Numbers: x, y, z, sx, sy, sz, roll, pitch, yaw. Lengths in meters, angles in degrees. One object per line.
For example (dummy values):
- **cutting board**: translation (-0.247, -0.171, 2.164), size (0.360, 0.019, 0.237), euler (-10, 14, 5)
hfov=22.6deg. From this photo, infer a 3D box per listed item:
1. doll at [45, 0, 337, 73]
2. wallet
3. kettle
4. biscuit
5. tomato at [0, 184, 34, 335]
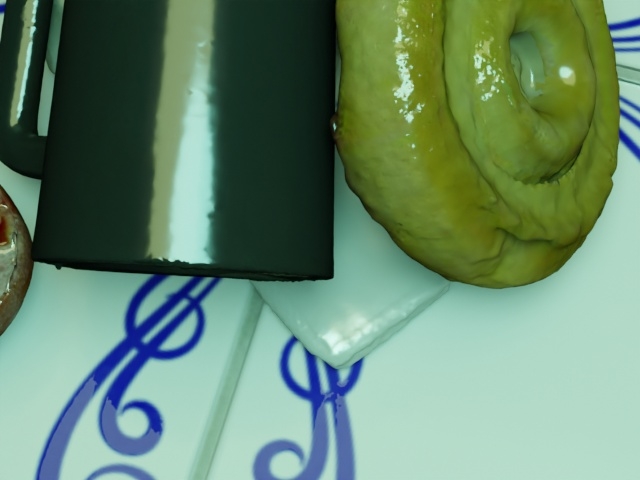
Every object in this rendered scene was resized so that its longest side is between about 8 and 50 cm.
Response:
- **doll**: translation (-0.079, -0.300, 1.264), size (0.423, 0.161, 0.348), euler (1, 89, 1)
- **wallet**: translation (0.000, 0.000, 1.200), size (0.124, 0.032, 0.183), euler (-36, 71, -12)
- **kettle**: translation (-0.098, -0.127, 1.122), size (0.203, 0.262, 0.308), euler (5, 86, -26)
- **biscuit**: translation (0.122, -0.114, 1.112), size (0.102, 0.296, 0.296), euler (-6, 63, 37)
- **tomato**: translation (-0.320, 0.022, 1.163), size (0.237, 0.095, 0.236), euler (-1, 64, 3)
